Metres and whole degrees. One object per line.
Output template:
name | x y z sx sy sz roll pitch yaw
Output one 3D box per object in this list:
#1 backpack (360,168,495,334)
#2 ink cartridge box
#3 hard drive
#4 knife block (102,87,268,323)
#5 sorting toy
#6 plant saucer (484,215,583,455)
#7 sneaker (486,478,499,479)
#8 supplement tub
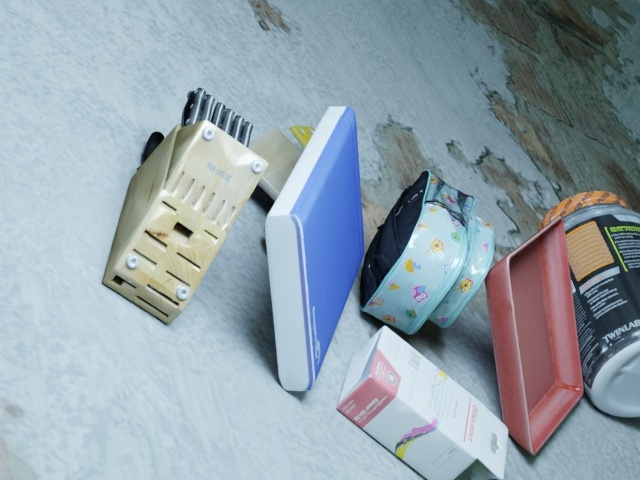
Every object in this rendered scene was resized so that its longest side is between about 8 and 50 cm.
backpack | 0.130 0.029 1.829 0.144 0.166 0.188 35 30 -2
ink cartridge box | 0.121 0.203 1.679 0.198 0.067 0.115 39 28 -9
hard drive | 0.000 0.000 1.678 0.040 0.210 0.318 1 26 12
knife block | -0.166 -0.044 1.631 0.088 0.242 0.275 34 73 -18
sorting toy | -0.044 -0.071 1.856 0.132 0.046 0.274 45 27 0
plant saucer | 0.279 0.119 1.920 0.259 0.048 0.258 -28 112 -62
sneaker | 0.223 0.328 1.635 0.065 0.076 0.166 27 31 -33
supplement tub | 0.435 0.086 2.148 0.193 0.193 0.316 26 33 -33
